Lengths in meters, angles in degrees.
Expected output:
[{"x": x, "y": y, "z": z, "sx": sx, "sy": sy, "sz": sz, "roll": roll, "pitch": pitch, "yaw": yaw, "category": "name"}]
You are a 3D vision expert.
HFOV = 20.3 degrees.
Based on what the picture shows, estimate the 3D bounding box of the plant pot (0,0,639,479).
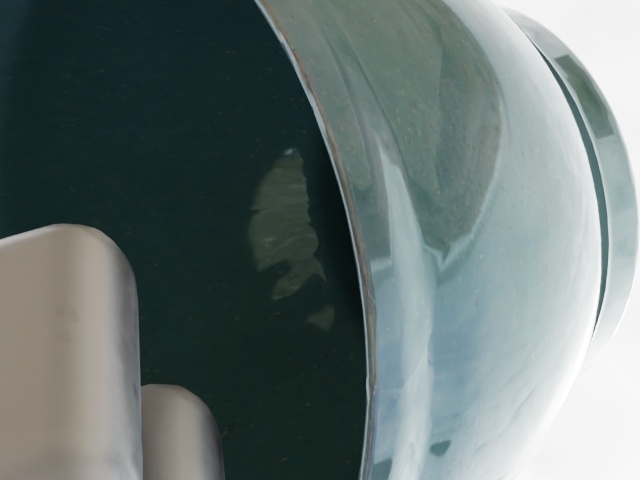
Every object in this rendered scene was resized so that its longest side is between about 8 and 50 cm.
[{"x": 0.000, "y": 0.000, "z": 0.714, "sx": 0.196, "sy": 0.293, "sz": 0.293, "roll": -12, "pitch": -138, "yaw": -37, "category": "plant pot"}]

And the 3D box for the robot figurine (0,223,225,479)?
[{"x": -0.205, "y": 0.111, "z": 0.529, "sx": 0.353, "sy": 0.300, "sz": 0.200, "roll": -17, "pitch": -144, "yaw": 7, "category": "robot figurine"}]
